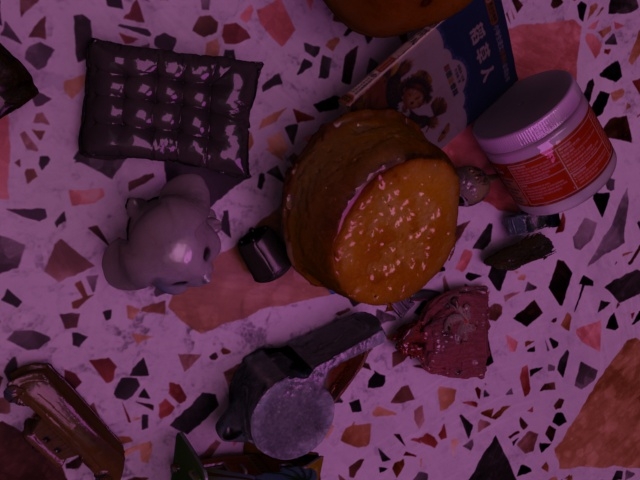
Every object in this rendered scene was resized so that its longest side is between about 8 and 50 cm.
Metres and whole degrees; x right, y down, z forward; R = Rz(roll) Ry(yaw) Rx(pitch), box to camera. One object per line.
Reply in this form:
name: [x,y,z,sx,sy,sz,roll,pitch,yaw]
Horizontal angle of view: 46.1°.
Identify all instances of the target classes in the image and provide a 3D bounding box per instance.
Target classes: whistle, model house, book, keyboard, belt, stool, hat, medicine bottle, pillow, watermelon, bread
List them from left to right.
pillow: [-0.284,-0.247,1.429,0.326,0.101,0.228,5,96,-16]
model house: [-0.125,0.587,1.564,0.323,0.340,0.300,1,102,-28]
stool: [-0.118,0.028,1.582,0.096,0.096,0.110,-35,109,-14]
whistle: [-0.045,0.291,1.626,0.188,0.168,0.405,40,84,-26]
watermelon: [0.050,0.296,1.729,0.069,0.087,0.163,33,83,11]
bread: [0.103,-0.064,1.517,0.398,0.215,0.398,-18,124,-28]
keyboard: [0.157,0.110,1.753,0.053,0.010,0.155,-44,105,-13]
book: [0.249,-0.330,1.633,0.428,0.039,0.300,-42,138,-8]
hat: [0.303,0.228,1.802,0.286,0.107,0.237,0,91,-29]
belt: [0.518,-0.049,1.838,0.140,0.105,0.058,-12,89,-15]
medicine bottle: [0.513,-0.221,1.720,0.252,0.252,0.241,-42,114,-11]

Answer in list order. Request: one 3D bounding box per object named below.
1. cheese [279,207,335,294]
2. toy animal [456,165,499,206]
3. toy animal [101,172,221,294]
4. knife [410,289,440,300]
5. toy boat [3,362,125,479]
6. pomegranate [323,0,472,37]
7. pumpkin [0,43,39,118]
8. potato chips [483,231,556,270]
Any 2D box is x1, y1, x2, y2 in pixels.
cheese: [0.000,0.000,1.649,0.135,0.052,0.245,-43,115,-10]
toy animal: [0.355,-0.126,1.766,0.137,0.098,0.098,-7,104,-41]
toy animal: [-0.285,-0.013,1.416,0.174,0.289,0.249,39,63,-24]
knife: [0.177,0.126,1.774,0.247,0.018,0.035,2,99,-23]
toy boat: [-0.506,0.380,1.487,0.121,0.089,0.321,-36,115,-7]
pomegranate: [0.148,-0.591,1.422,0.416,0.416,0.416,-5,103,-23]
pumpkin: [-0.652,-0.250,1.206,0.325,0.242,0.232,-38,122,-17]
potato chips: [0.499,0.029,1.860,0.209,0.026,0.142,8,133,-36]
